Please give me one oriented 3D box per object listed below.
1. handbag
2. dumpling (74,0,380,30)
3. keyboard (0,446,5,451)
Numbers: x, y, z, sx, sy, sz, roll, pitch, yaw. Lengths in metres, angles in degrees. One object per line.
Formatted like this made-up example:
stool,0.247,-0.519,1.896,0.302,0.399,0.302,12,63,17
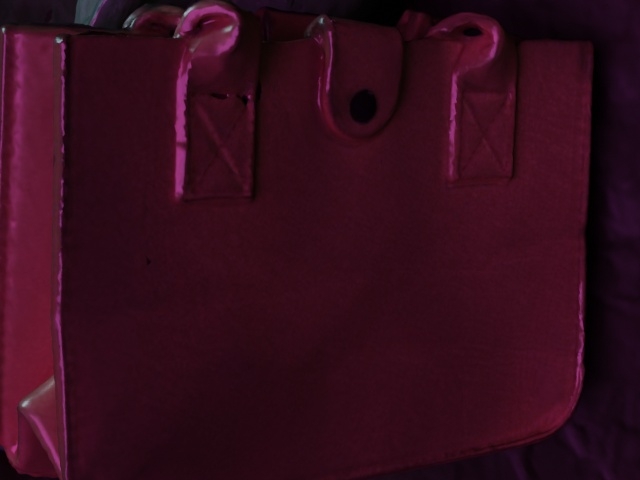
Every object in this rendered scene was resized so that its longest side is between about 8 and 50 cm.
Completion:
handbag,0.000,0.000,0.473,0.059,0.212,0.157,18,108,51
dumpling,-0.031,-0.086,0.523,0.104,0.149,0.217,30,111,-20
keyboard,-0.201,0.066,0.721,0.176,0.014,0.055,9,103,29
